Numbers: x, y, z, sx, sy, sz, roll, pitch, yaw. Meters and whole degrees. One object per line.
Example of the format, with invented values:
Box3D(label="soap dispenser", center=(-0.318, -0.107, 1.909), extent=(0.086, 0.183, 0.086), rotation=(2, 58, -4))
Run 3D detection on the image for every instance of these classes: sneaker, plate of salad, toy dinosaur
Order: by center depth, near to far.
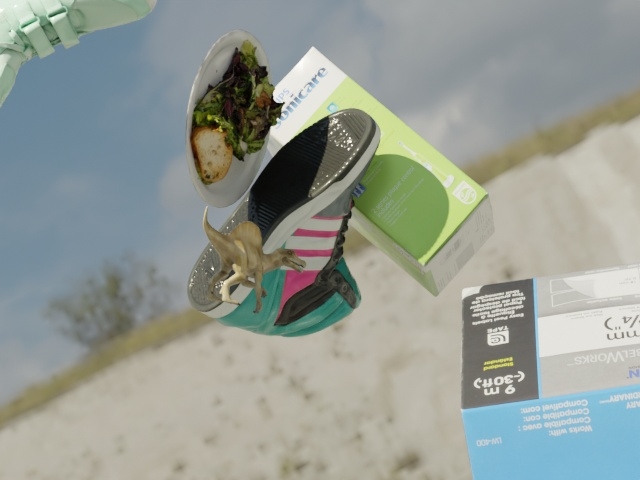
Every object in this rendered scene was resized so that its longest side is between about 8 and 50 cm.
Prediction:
Box3D(label="sneaker", center=(-0.283, -0.184, 1.879), extent=(0.256, 0.151, 0.094), rotation=(-6, -24, 9))
Box3D(label="toy dinosaur", center=(-0.091, 0.021, 2.015), extent=(0.053, 0.093, 0.183), rotation=(9, -9, 38))
Box3D(label="plate of salad", center=(-0.091, -0.134, 2.118), extent=(0.048, 0.200, 0.200), rotation=(9, 0, 25))
Box3D(label="sneaker", center=(0.000, 0.000, 2.209), extent=(0.295, 0.124, 0.178), rotation=(-49, -47, 6))

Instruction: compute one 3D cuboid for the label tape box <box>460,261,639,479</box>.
Box3D(label="label tape box", center=(0.270, 0.162, 1.949), extent=(0.240, 0.106, 0.334), rotation=(-9, 31, 10))

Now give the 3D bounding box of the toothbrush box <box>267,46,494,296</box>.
Box3D(label="toothbrush box", center=(0.067, -0.079, 2.319), extent=(0.122, 0.283, 0.206), rotation=(-47, -13, -4))
